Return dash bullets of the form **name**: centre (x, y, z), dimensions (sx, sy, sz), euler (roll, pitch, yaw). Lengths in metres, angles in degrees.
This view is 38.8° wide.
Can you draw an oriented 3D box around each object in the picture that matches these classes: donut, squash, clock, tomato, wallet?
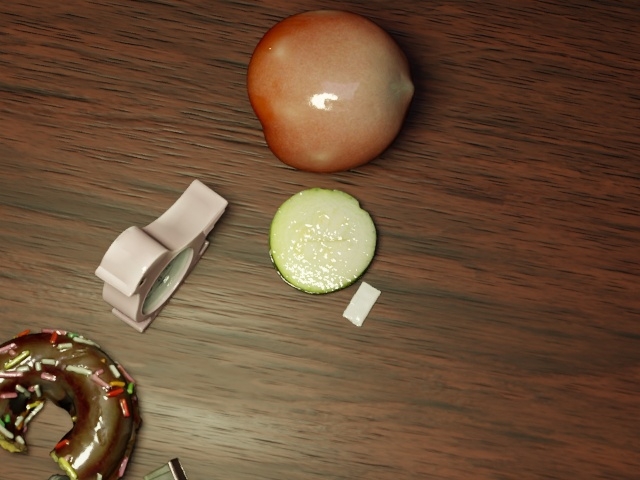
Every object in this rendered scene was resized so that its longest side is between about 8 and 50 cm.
- **donut**: centre (-0.484, 0.294, 1.660), dimensions (0.345, 0.136, 0.259), euler (27, 69, 5)
- **squash**: centre (0.000, 0.001, 1.823), dimensions (0.219, 0.041, 0.219), euler (0, 78, 1)
- **clock**: centre (-0.286, 0.013, 1.679), dimensions (0.080, 0.275, 0.290), euler (33, 74, 8)
- **tomato**: centre (0.027, -0.283, 1.742), dimensions (0.321, 0.321, 0.321), euler (1, 78, -4)
- **wallet**: centre (0.082, 0.127, 1.811), dimensions (0.044, 0.011, 0.083), euler (32, 78, 4)

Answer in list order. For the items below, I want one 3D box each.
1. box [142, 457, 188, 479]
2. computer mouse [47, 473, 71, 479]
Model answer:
- **box**: centre (-0.286, 0.443, 1.681), dimensions (0.063, 0.084, 0.060), euler (-24, 81, -3)
- **computer mouse**: centre (-0.492, 0.532, 1.651), dimensions (0.122, 0.073, 0.217), euler (32, 76, 4)
